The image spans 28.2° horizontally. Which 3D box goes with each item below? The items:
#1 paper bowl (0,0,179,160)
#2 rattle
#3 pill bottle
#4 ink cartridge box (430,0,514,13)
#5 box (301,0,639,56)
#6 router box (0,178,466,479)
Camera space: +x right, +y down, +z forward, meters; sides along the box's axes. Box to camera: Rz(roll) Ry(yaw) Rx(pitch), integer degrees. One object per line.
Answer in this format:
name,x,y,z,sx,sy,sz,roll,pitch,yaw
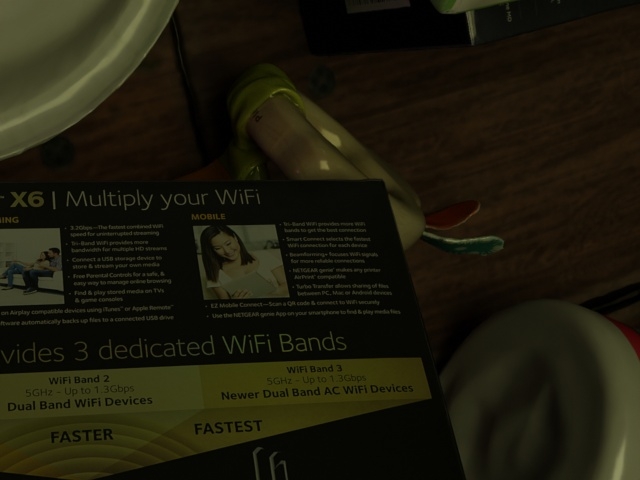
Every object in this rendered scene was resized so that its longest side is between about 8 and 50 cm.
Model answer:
paper bowl,-0.184,-0.169,0.548,0.284,0.148,0.284,-2,95,-31
rattle,0.000,0.000,0.721,0.143,0.130,0.199,-59,146,0
pill bottle,0.230,0.164,0.808,0.318,0.176,0.176,22,83,-31
ink cartridge box,0.072,-0.289,0.596,0.207,0.119,0.353,-17,65,-28
box,0.090,-0.163,0.704,0.158,0.156,0.093,-19,105,-28
router box,-0.101,0.090,0.528,0.308,0.081,0.243,-1,52,-14
